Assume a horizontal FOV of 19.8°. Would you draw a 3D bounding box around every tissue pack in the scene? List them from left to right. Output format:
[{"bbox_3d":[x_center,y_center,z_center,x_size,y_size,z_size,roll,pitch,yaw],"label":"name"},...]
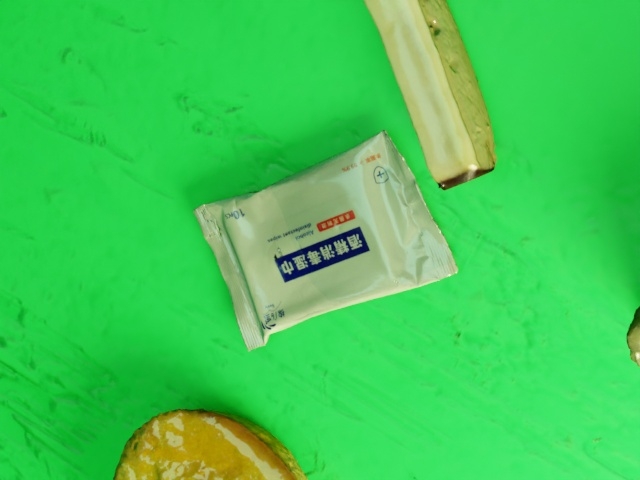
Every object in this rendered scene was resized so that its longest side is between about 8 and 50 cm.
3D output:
[{"bbox_3d":[0.000,0.000,1.425,0.193,0.026,0.123,-22,91,27],"label":"tissue pack"}]

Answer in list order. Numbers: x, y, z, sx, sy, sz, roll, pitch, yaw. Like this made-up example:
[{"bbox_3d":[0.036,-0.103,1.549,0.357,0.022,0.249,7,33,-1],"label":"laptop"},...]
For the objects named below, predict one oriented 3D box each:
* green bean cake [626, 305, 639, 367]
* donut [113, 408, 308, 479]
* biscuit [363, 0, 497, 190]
[{"bbox_3d":[0.345,0.080,1.222,0.236,0.124,0.233,48,116,10],"label":"green bean cake"},{"bbox_3d":[-0.081,0.215,1.486,0.162,0.065,0.178,-43,80,21],"label":"donut"},{"bbox_3d":[0.076,-0.131,1.348,0.052,0.056,0.188,-22,89,28],"label":"biscuit"}]
